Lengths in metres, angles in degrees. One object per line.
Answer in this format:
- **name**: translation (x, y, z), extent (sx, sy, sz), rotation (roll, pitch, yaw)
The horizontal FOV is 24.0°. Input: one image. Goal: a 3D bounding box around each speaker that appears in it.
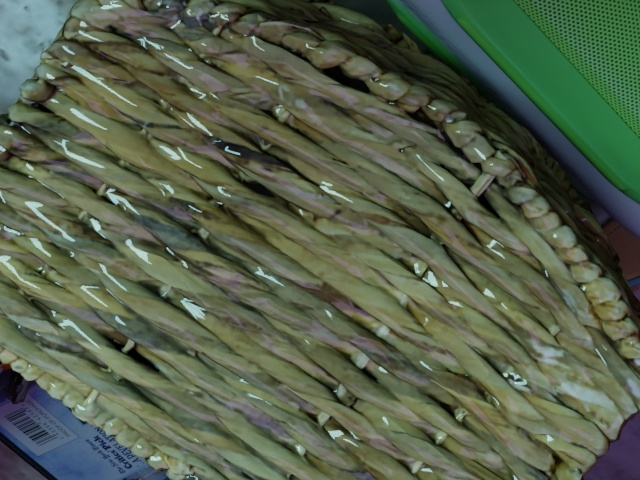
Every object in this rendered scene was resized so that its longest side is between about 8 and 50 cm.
- **speaker**: translation (0.121, -0.113, 0.691), extent (0.131, 0.131, 0.296), rotation (-34, 125, 25)

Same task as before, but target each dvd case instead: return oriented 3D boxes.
- **dvd case**: translation (-0.064, 0.107, 0.949), extent (0.253, 0.022, 0.180), rotation (-27, 128, 19)

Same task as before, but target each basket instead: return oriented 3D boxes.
- **basket**: translation (0.000, 0.000, 0.719), extent (0.299, 0.223, 0.213), rotation (35, 104, -1)

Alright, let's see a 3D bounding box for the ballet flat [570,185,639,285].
- **ballet flat**: translation (0.106, 0.008, 0.830), extent (0.232, 0.080, 0.073), rotation (-24, 109, 8)

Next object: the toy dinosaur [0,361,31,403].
- **toy dinosaur**: translation (-0.251, 0.030, 0.822), extent (0.218, 0.164, 0.321), rotation (3, 114, -24)
